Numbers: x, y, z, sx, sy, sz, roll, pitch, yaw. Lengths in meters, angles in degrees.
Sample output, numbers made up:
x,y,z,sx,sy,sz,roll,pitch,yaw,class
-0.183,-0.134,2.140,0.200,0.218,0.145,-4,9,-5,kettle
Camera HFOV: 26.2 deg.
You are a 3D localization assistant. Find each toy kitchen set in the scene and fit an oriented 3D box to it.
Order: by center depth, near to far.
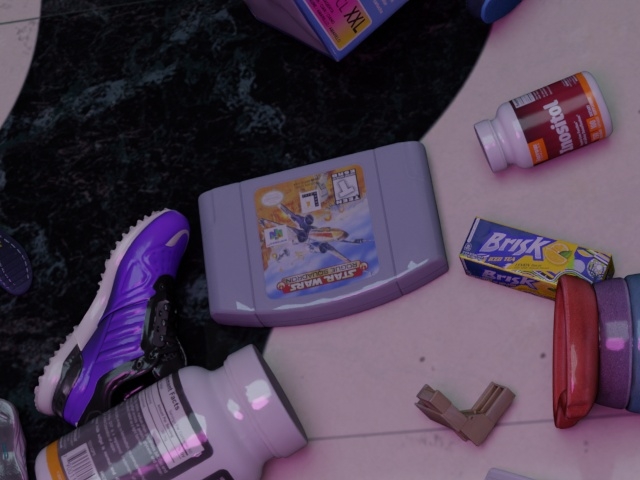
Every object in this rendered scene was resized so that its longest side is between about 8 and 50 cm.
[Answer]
x,y,z,sx,sy,sz,roll,pitch,yaw,class
0.155,0.173,1.545,0.075,0.083,0.068,-51,21,-12,toy kitchen set

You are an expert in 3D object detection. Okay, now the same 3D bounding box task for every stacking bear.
x,y,z,sx,sy,sz,roll,pitch,yaw,class
0.398,0.116,1.457,0.289,0.175,0.164,0,78,5,stacking bear

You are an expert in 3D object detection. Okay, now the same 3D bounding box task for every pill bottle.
x,y,z,sx,sy,sz,roll,pitch,yaw,class
-0.165,0.241,1.546,0.278,0.162,0.162,-30,60,-1,pill bottle
0.266,-0.138,1.654,0.152,0.086,0.086,-22,60,5,pill bottle

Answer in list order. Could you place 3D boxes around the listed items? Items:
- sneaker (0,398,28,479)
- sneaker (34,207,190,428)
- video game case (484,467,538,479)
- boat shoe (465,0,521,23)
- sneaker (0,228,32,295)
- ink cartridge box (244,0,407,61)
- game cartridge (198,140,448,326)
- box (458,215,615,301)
x,y,z,sx,sy,sz,roll,pitch,yaw,class
-0.373,0.267,1.657,0.053,0.061,0.152,-5,82,5,sneaker
-0.210,0.109,1.667,0.146,0.102,0.293,24,78,21,sneaker
0.216,0.349,1.402,0.227,0.026,0.206,8,63,51,video game case
0.254,-0.381,1.778,0.089,0.109,0.258,34,61,15,boat shoe
-0.428,0.018,1.797,0.053,0.059,0.144,-30,72,-36,sneaker
0.074,-0.436,1.767,0.395,0.151,0.270,-43,34,-5,ink cartridge box
0.000,0.000,1.682,0.297,0.062,0.198,-14,57,9,game cartridge
0.250,0.028,1.594,0.169,0.054,0.059,17,70,23,box
